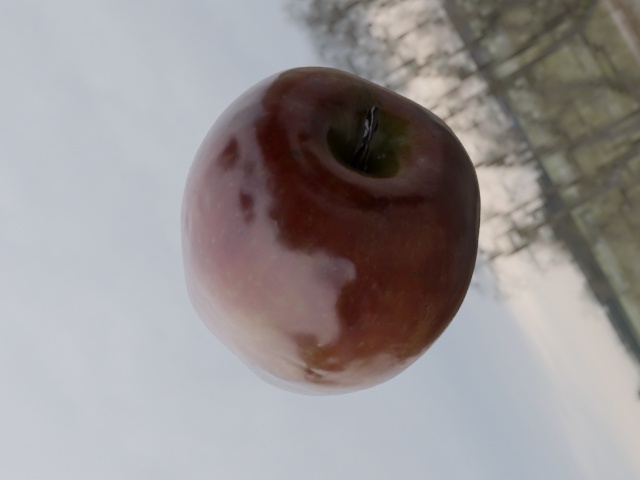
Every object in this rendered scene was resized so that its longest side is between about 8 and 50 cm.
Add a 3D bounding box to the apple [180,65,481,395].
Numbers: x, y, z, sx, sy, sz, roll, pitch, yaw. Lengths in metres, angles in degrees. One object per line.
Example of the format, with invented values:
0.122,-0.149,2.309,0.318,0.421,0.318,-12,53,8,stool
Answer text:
0.000,0.000,1.194,0.230,0.230,0.230,58,-170,-16,apple
